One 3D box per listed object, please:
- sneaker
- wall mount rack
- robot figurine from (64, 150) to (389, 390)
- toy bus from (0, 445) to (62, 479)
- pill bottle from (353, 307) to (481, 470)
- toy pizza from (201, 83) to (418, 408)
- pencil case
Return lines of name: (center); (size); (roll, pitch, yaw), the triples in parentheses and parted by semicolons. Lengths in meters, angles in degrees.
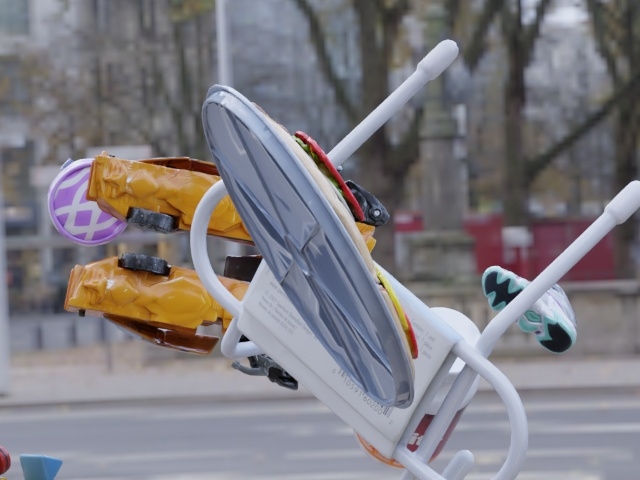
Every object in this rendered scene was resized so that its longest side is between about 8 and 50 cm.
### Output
sneaker: (0.180, 0.048, 1.568); (0.038, 0.098, 0.069); (-41, 10, 29)
wall mount rack: (0.074, 0.026, 1.428); (0.350, 0.304, 0.130); (40, 25, 26)
robot figurine: (-0.077, 0.019, 1.670); (0.291, 0.211, 0.085); (12, -8, -12)
toy bus: (-0.337, 0.261, 1.655); (0.104, 0.202, 0.191); (-4, -35, 34)
pill bottle: (0.084, 0.124, 1.547); (0.086, 0.086, 0.152); (-2, -35, -17)
toy pizza: (0.000, 0.000, 0.986); (0.032, 0.201, 0.201); (-32, 6, -11)
pencil case: (-0.223, -0.041, 1.812); (0.088, 0.086, 0.206); (-34, 9, -3)
